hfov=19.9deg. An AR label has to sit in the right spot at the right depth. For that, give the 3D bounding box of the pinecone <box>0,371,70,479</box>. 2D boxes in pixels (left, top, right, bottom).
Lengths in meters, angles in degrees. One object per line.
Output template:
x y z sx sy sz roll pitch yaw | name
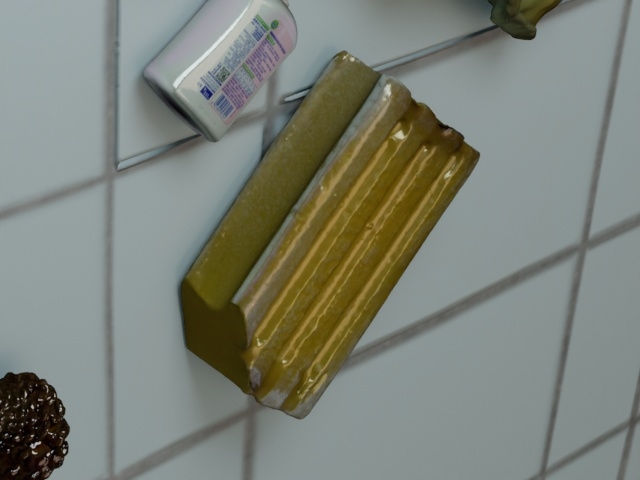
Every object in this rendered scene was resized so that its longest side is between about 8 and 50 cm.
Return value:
-0.189 0.121 1.130 0.077 0.077 0.083 -46 142 -12 | pinecone

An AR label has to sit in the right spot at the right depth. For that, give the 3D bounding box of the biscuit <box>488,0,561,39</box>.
0.125 -0.252 1.175 0.329 0.078 0.335 -30 147 -26 | biscuit

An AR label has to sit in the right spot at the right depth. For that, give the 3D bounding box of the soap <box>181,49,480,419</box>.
0.000 0.000 1.249 0.232 0.073 0.140 -56 142 1 | soap

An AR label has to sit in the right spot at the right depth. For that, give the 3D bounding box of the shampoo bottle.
-0.056 -0.118 1.123 0.099 0.043 0.072 -51 143 -7 | shampoo bottle
